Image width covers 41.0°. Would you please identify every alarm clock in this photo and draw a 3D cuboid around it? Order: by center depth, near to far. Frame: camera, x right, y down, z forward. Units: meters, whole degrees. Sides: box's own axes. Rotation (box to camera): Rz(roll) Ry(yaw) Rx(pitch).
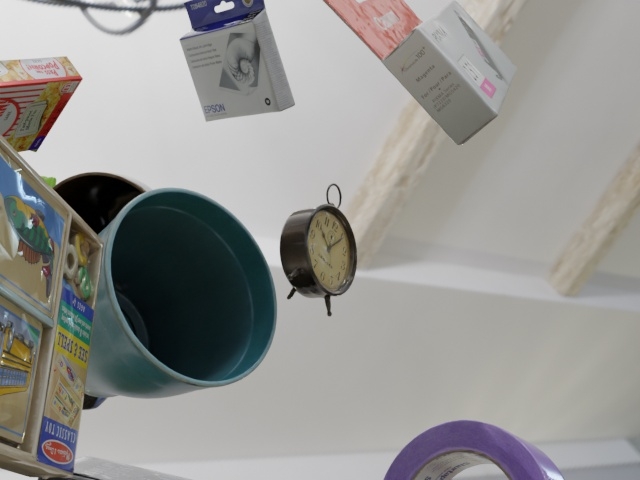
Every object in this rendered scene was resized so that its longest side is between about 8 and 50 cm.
[{"bbox_3d":[0.000,0.000,1.212,0.129,0.064,0.192,47,-131,-41],"label":"alarm clock"}]

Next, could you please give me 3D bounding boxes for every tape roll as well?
[{"bbox_3d":[0.213,0.396,1.201,0.275,0.274,0.090,-46,-44,10],"label":"tape roll"}]

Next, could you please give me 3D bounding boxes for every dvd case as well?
[{"bbox_3d":[-0.249,0.347,1.196,0.179,0.239,0.029,67,-145,-81],"label":"dvd case"}]

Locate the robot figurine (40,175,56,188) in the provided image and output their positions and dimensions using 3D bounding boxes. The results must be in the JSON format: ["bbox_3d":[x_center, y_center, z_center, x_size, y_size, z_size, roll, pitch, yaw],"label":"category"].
[{"bbox_3d":[-0.478,-0.067,1.413,0.115,0.067,0.101,-14,-37,20],"label":"robot figurine"}]

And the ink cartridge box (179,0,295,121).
[{"bbox_3d":[-0.161,-0.331,1.526,0.045,0.223,0.223,-29,-70,-39],"label":"ink cartridge box"}]

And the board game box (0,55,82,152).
[{"bbox_3d":[-0.419,-0.166,1.091,0.147,0.045,0.194,-45,-13,34],"label":"board game box"}]

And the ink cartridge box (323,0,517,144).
[{"bbox_3d":[0.122,-0.247,1.007,0.060,0.275,0.239,-40,-85,27],"label":"ink cartridge box"}]

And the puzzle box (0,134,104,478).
[{"bbox_3d":[-0.305,0.046,0.756,0.052,0.271,0.409,-1,-23,9],"label":"puzzle box"}]

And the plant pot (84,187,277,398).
[{"bbox_3d":[-0.245,0.099,1.185,0.272,0.271,0.255,17,-32,-42],"label":"plant pot"}]

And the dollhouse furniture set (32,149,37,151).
[{"bbox_3d":[-0.457,-0.186,1.311,0.076,0.058,0.152,17,-37,-33],"label":"dollhouse furniture set"}]

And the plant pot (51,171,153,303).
[{"bbox_3d":[-0.335,-0.020,1.429,0.216,0.230,0.215,1,-79,3],"label":"plant pot"}]

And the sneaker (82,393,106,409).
[{"bbox_3d":[-0.381,0.209,1.531,0.130,0.330,0.147,2,-66,-2],"label":"sneaker"}]
